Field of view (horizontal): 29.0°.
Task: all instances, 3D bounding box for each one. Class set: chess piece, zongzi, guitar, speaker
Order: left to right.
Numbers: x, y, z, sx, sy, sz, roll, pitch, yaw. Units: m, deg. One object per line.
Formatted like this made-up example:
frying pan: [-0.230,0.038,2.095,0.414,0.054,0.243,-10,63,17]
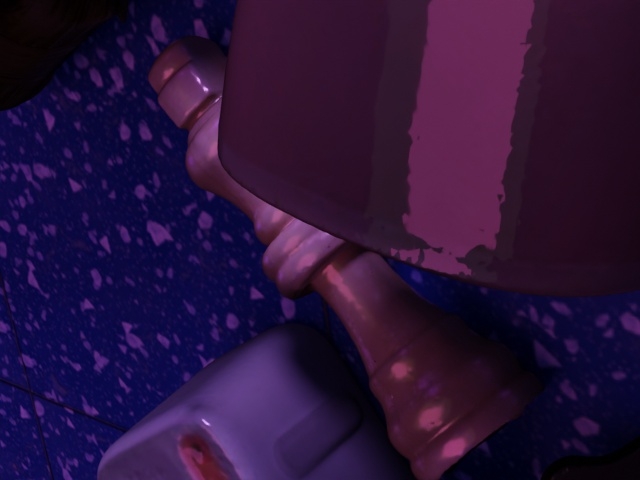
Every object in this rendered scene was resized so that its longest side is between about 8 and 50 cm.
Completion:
zongzi: [-0.286,-0.283,1.064,0.286,0.138,0.300,-24,82,54]
speaker: [-0.003,0.288,1.034,0.183,0.184,0.406,-32,89,32]
chess piece: [0.000,0.000,0.953,0.397,0.117,0.117,50,138,13]
guitar: [0.139,0.189,0.863,0.271,0.038,0.084,-10,89,10]

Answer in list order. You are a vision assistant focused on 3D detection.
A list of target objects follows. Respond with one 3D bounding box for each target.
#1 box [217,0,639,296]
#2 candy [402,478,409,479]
box: [0.100,-0.131,0.666,0.301,0.301,0.216,23,119,34]
candy: [0.164,0.280,0.947,0.275,0.070,0.145,45,173,10]
